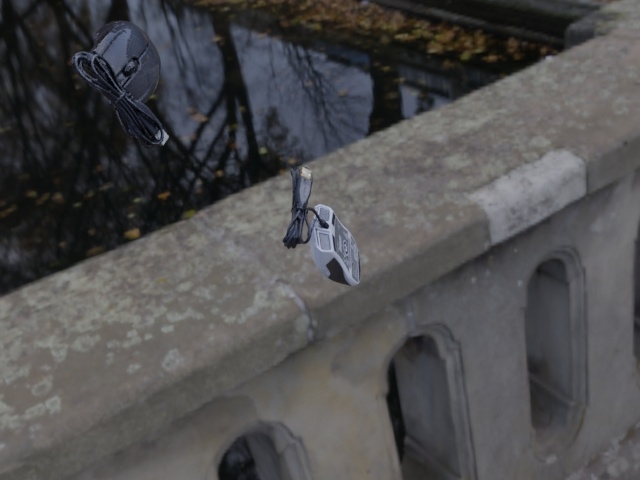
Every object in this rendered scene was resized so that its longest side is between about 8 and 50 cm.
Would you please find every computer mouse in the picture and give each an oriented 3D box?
[{"bbox_3d":[0.000,0.000,0.970,0.042,0.193,0.106,-12,58,16],"label":"computer mouse"},{"bbox_3d":[-0.302,-0.279,1.346,0.072,0.188,0.272,-32,33,13],"label":"computer mouse"}]
